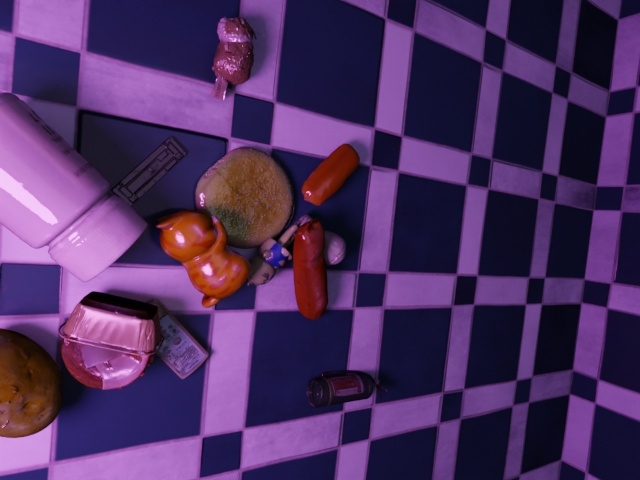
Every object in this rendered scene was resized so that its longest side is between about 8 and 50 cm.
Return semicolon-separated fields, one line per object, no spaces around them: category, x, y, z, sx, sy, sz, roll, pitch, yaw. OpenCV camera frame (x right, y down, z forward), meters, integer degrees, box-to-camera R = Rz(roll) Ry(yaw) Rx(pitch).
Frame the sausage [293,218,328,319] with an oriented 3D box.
sausage;-0.032;0.093;1.243;0.097;0.094;0.348;-36;132;-46

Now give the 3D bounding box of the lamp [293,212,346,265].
lamp;0.000;0.000;1.295;0.193;0.106;0.106;42;74;-16

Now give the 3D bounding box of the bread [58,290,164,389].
bread;-0.497;0.242;0.977;0.225;0.142;0.211;17;99;-11

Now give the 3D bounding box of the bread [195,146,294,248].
bread;-0.206;-0.115;1.188;0.302;0.045;0.300;-5;100;-30

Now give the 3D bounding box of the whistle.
whistle;-0.138;0.046;1.211;0.227;0.085;0.105;-49;160;-11

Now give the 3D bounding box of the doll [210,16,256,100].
doll;-0.235;-0.482;1.095;0.115;0.105;0.221;14;87;-32

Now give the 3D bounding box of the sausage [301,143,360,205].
sausage;0.032;-0.204;1.293;0.238;0.098;0.098;-49;116;-19

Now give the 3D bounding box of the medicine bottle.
medicine bottle;-0.577;-0.100;0.873;0.211;0.211;0.371;-49;117;-18

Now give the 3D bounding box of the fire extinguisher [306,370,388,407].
fire extinguisher;0.101;0.501;1.406;0.295;0.118;0.093;4;128;-31

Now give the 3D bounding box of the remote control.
remote control;-0.408;0.266;1.111;0.098;0.038;0.233;-42;115;-20

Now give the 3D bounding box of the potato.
potato;-0.665;0.307;0.879;0.149;0.186;0.253;-17;105;16

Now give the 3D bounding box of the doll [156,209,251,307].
doll;-0.301;0.034;1.080;0.162;0.167;0.269;-37;109;-22

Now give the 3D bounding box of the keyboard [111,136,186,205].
keyboard;-0.438;-0.179;1.060;0.204;0.013;0.061;-50;117;-17
